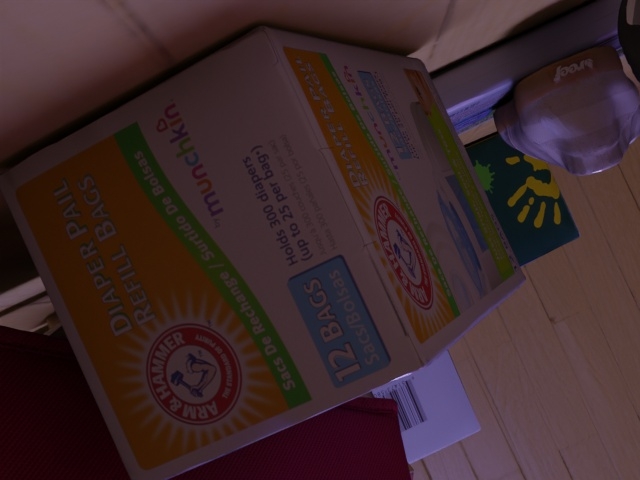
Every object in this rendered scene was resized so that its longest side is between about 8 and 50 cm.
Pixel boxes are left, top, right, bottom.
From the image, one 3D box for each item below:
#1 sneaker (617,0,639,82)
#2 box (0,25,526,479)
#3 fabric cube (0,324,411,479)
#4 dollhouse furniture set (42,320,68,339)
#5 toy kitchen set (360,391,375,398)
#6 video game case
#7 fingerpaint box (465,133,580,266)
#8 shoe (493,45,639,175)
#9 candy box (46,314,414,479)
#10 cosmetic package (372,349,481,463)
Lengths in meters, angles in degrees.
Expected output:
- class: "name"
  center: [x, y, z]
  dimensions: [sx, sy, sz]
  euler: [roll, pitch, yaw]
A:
- class: "sneaker"
  center: [0.228, -0.132, 0.521]
  dimensions: [0.228, 0.086, 0.132]
  euler: [-36, -179, -41]
- class: "box"
  center: [-0.006, -0.001, 0.445]
  dimensions: [0.103, 0.114, 0.203]
  euler: [-26, 177, 18]
- class: "fabric cube"
  center: [-0.103, 0.214, 0.499]
  dimensions: [0.259, 0.258, 0.254]
  euler: [-30, 149, 33]
- class: "dollhouse furniture set"
  center: [-0.142, 0.152, 0.723]
  dimensions: [0.286, 0.198, 0.303]
  euler: [-39, -179, -1]
- class: "toy kitchen set"
  center: [-0.029, 0.085, 0.973]
  dimensions: [0.122, 0.207, 0.166]
  euler: [-24, 172, 10]
- class: "video game case"
  center: [0.106, -0.093, 0.712]
  dimensions: [0.212, 0.023, 0.193]
  euler: [-26, 178, 1]
- class: "fingerpaint box"
  center: [0.043, 0.043, 1.523]
  dimensions: [0.371, 0.163, 0.445]
  euler: [-24, 178, -27]
- class: "shoe"
  center: [0.142, -0.064, 0.684]
  dimensions: [0.076, 0.058, 0.219]
  euler: [-26, 178, 10]
- class: "candy box"
  center: [-0.086, 0.155, 1.039]
  dimensions: [0.183, 0.316, 0.087]
  euler: [-24, 140, -24]
- class: "cosmetic package"
  center: [0.055, 0.213, 1.608]
  dimensions: [0.197, 0.155, 0.365]
  euler: [-23, -179, -12]
